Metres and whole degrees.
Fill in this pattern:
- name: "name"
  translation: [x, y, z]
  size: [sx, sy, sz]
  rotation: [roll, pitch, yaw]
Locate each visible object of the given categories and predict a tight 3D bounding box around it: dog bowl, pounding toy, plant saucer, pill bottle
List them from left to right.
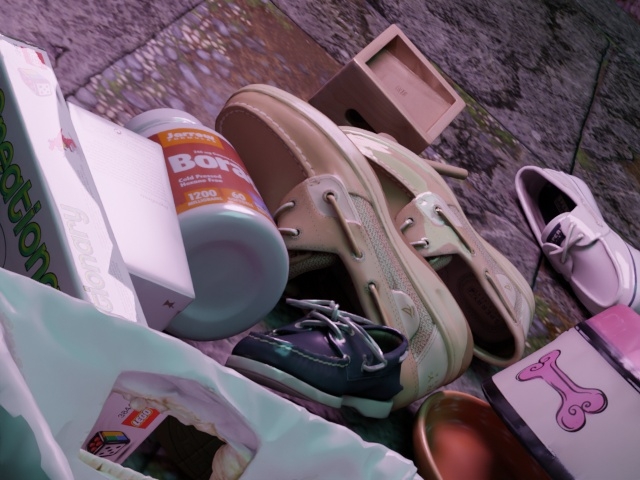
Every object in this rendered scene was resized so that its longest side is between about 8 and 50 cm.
- name: "pill bottle"
  translation: [-0.109, -0.022, 1.288]
  size: [0.121, 0.121, 0.216]
  rotation: [27, 18, -31]
- name: "pounding toy"
  translation: [0.076, -0.116, 1.750]
  size: [0.181, 0.094, 0.206]
  rotation: [48, 35, -3]
- name: "plant saucer"
  translation: [0.154, 0.224, 1.414]
  size: [0.200, 0.037, 0.200]
  rotation: [34, 27, -20]
- name: "dog bowl"
  translation: [0.338, 0.222, 1.398]
  size: [0.408, 0.150, 0.408]
  rotation: [43, 5, -5]

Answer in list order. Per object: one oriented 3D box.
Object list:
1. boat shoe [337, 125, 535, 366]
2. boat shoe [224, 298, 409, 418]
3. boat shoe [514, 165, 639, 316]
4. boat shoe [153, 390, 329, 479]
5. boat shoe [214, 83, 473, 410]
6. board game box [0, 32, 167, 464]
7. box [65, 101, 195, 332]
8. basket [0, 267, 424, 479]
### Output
- name: "boat shoe"
  translation: [0.098, 0.008, 1.579]
  size: [0.302, 0.109, 0.098]
  rotation: [45, 24, -11]
- name: "boat shoe"
  translation: [0.008, 0.089, 1.239]
  size: [0.095, 0.079, 0.254]
  rotation: [23, 0, 29]
- name: "boat shoe"
  translation: [0.309, -0.001, 1.899]
  size: [0.088, 0.096, 0.267]
  rotation: [20, 33, -32]
- name: "boat shoe"
  translation: [-0.041, 0.154, 1.202]
  size: [0.223, 0.080, 0.073]
  rotation: [33, 22, -30]
- name: "boat shoe"
  translation: [0.000, 0.000, 1.429]
  size: [0.110, 0.121, 0.341]
  rotation: [-24, 69, -40]
- name: "board game box"
  translation: [-0.207, 0.038, 1.000]
  size: [0.053, 0.193, 0.305]
  rotation: [17, 36, -43]
- name: "box"
  translation: [-0.177, 0.008, 1.157]
  size: [0.091, 0.130, 0.170]
  rotation: [25, 31, -35]
- name: "basket"
  translation: [-0.072, 0.219, 0.728]
  size: [0.328, 0.266, 0.331]
  rotation: [28, 5, -29]
